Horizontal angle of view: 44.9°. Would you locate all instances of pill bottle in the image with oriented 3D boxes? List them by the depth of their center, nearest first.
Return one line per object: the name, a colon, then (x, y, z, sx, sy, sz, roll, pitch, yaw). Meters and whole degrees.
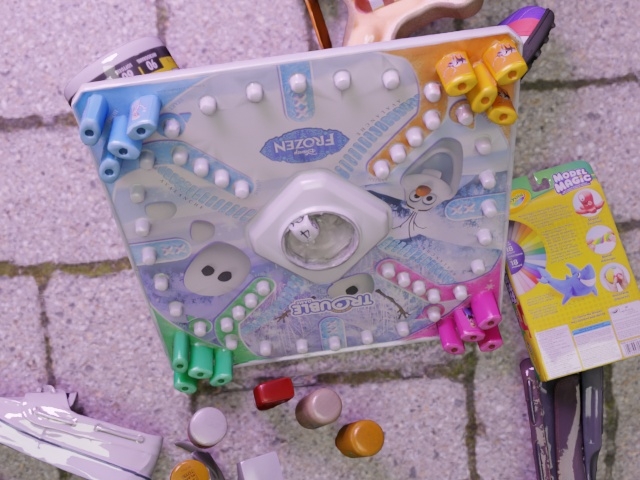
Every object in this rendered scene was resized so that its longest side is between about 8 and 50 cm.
pill bottle: (-0.166, -0.098, 0.825, 0.119, 0.119, 0.209, -32, 98, 4)

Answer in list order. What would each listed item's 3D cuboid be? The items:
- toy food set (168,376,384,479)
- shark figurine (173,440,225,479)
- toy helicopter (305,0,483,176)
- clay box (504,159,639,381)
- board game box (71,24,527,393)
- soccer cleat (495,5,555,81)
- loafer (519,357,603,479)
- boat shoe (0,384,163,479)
toy food set: (-0.059, 0.219, 0.861, 0.232, 0.104, 0.111, -13, 76, -17)
shark figurine: (-0.152, 0.377, 0.899, 0.166, 0.116, 0.278, 30, 99, -6)
toy helicopter: (0.045, -0.236, 0.791, 0.234, 0.140, 0.355, 13, 85, 21)
clay box: (0.270, 0.032, 0.859, 0.127, 0.053, 0.222, -15, 77, 1)
board game box: (0.000, 0.000, 0.770, 0.389, 0.050, 0.390, -8, 132, 0)
soccer cleat: (0.117, -0.144, 0.833, 0.116, 0.108, 0.318, 42, 96, 5)
loafer: (0.275, 0.280, 0.905, 0.095, 0.109, 0.303, 3, 92, 17)
boat shoe: (-0.307, 0.211, 0.892, 0.258, 0.095, 0.084, 25, 69, -7)
